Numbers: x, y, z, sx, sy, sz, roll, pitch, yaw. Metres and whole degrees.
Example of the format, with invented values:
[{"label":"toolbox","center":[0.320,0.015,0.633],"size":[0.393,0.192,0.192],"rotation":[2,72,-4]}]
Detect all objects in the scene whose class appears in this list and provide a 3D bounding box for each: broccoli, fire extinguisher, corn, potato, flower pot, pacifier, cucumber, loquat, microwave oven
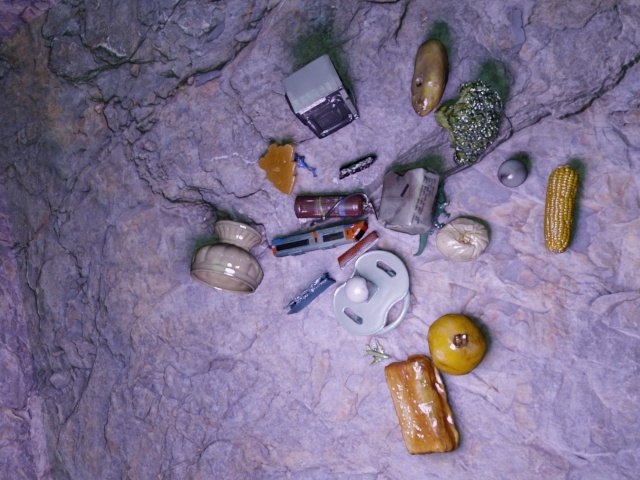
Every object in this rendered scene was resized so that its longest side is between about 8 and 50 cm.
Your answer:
[{"label":"broccoli","center":[0.550,-0.447,1.646],"size":[0.288,0.248,0.245],"rotation":[-54,35,15]},{"label":"fire extinguisher","center":[0.065,-0.127,1.788],"size":[0.341,0.105,0.142],"rotation":[1,104,18]},{"label":"corn","center":[0.838,-0.107,1.533],"size":[0.102,0.102,0.313],"rotation":[9,89,19]},{"label":"potato","center":[0.424,-0.624,1.689],"size":[0.141,0.191,0.296],"rotation":[11,86,7]},{"label":"flower pot","center":[-0.368,0.069,1.813],"size":[0.307,0.307,0.244],"rotation":[6,67,19]},{"label":"pacifier","center":[0.179,0.199,1.616],"size":[0.288,0.269,0.343],"rotation":[34,96,26]},{"label":"cucumber","center":[0.153,-0.307,1.810],"size":[0.181,0.053,0.053],"rotation":[-23,76,12]},{"label":"loquat","center":[0.473,0.359,1.512],"size":[0.213,0.246,0.213],"rotation":[-4,71,10]},{"label":"microwave oven","center":[0.012,-0.560,1.758],"size":[0.237,0.295,0.181],"rotation":[-27,76,13]}]

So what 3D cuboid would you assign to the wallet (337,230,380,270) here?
[{"label":"wallet","center":[0.150,0.036,1.743],"size":[0.196,0.103,0.020],"rotation":[-39,107,11]}]

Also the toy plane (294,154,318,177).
[{"label":"toy plane","center":[-0.080,-0.326,1.891],"size":[0.167,0.054,0.062],"rotation":[35,119,20]}]

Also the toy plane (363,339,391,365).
[{"label":"toy plane","center":[0.222,0.441,1.690],"size":[0.111,0.040,0.102],"rotation":[11,88,18]}]

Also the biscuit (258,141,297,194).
[{"label":"biscuit","center":[-0.169,-0.310,1.898],"size":[0.212,0.041,0.239],"rotation":[-19,90,33]}]

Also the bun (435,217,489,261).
[{"label":"bun","center":[0.523,-0.004,1.614],"size":[0.188,0.111,0.164],"rotation":[15,85,23]}]

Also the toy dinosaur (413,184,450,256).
[{"label":"toy dinosaur","center":[0.433,-0.074,1.673],"size":[0.120,0.079,0.292],"rotation":[4,81,24]}]

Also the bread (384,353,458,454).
[{"label":"bread","center":[0.365,0.586,1.562],"size":[0.195,0.148,0.344],"rotation":[-23,73,33]}]

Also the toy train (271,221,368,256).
[{"label":"toy train","center":[0.000,0.000,1.796],"size":[0.409,0.086,0.089],"rotation":[-11,79,16]}]

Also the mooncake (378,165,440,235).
[{"label":"mooncake","center":[0.331,-0.147,1.646],"size":[0.136,0.250,0.254],"rotation":[14,87,-25]}]

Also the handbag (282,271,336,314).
[{"label":"handbag","center":[-0.045,0.214,1.753],"size":[0.221,0.144,0.057],"rotation":[-39,79,8]}]

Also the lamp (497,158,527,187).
[{"label":"lamp","center":[0.702,-0.245,1.592],"size":[0.105,0.105,0.105],"rotation":[-2,82,18]}]
